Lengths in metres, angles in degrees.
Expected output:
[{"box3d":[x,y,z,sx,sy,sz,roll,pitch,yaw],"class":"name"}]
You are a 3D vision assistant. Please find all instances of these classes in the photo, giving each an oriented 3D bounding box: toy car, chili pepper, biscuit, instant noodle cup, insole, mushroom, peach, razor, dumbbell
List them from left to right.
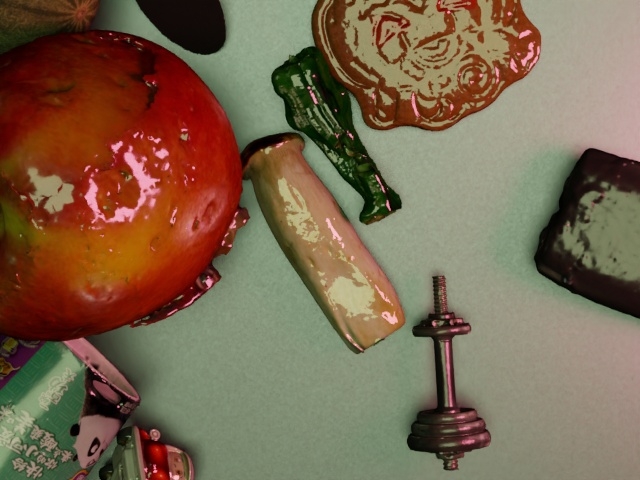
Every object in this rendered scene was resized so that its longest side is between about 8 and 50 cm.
[{"box3d":[-0.360,0.211,1.679,0.251,0.251,0.190,42,86,-2],"class":"instant noodle cup"},{"box3d":[-0.272,-0.069,1.573,0.339,0.416,0.353,48,119,14],"class":"peach"},{"box3d":[-0.224,-0.363,1.661,0.109,0.007,0.322,-24,119,27],"class":"insole"},{"box3d":[-0.224,0.317,1.746,0.112,0.139,0.112,6,53,-29],"class":"toy car"},{"box3d":[0.000,0.000,1.718,0.100,0.081,0.312,-31,94,5],"class":"mushroom"},{"box3d":[0.022,-0.130,1.691,0.083,0.099,0.253,-30,103,11],"class":"chili pepper"},{"box3d":[0.134,-0.272,1.706,0.273,0.049,0.257,-25,94,6],"class":"biscuit"},{"box3d":[0.162,0.173,1.719,0.110,0.110,0.254,-4,90,3],"class":"dumbbell"},{"box3d":[0.451,0.016,1.688,0.327,0.107,0.189,21,97,0],"class":"razor"}]

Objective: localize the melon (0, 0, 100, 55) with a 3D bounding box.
[{"box3d":[-0.411,-0.350,1.619,0.301,0.237,0.237,32,96,10],"class":"melon"}]
